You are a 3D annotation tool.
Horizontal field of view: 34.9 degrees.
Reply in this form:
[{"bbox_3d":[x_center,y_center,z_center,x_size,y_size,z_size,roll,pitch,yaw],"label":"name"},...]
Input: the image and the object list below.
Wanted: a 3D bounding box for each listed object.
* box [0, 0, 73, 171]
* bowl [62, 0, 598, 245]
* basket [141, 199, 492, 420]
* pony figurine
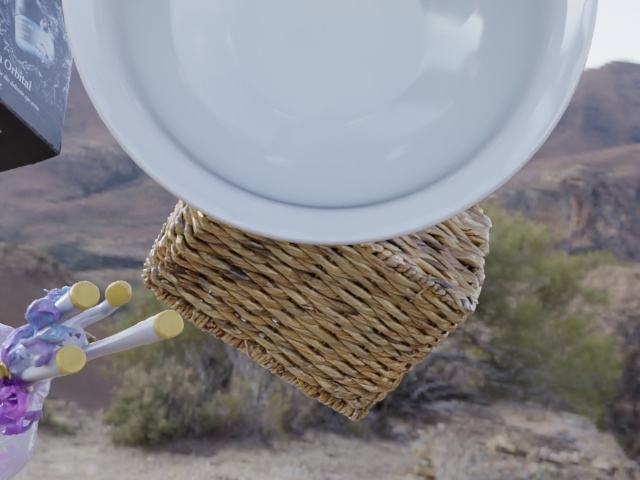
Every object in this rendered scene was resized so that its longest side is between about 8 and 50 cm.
[{"bbox_3d":[-0.284,-0.162,0.829,0.093,0.158,0.156,-13,-32,18],"label":"box"},{"bbox_3d":[0.006,-0.144,0.621,0.297,0.298,0.134,9,0,0],"label":"bowl"},{"bbox_3d":[0.000,0.000,1.082,0.299,0.223,0.213,32,38,-10],"label":"basket"},{"bbox_3d":[-0.431,0.183,1.484,0.363,0.303,0.351,-28,-6,39],"label":"pony figurine"}]
